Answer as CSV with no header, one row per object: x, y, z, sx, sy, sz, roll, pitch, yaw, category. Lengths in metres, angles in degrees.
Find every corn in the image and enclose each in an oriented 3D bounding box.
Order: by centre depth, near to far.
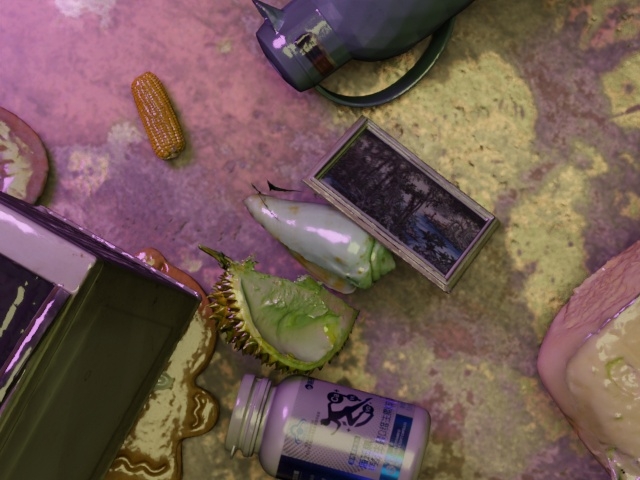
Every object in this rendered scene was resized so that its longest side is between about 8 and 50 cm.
-0.166,-0.127,1.981,0.037,0.037,0.092,-23,83,-1,corn

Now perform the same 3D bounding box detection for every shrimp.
-0.386,-0.092,1.975,0.219,0.046,0.152,39,84,0,shrimp

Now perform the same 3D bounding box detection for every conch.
0.000,0.000,1.949,0.170,0.106,0.079,26,55,17,conch

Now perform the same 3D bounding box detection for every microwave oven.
-0.347,0.150,1.800,0.247,0.333,0.394,29,90,17,microwave oven

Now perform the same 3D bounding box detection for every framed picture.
0.085,-0.040,1.936,0.183,0.142,0.011,38,132,3,framed picture

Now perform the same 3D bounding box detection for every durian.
-0.051,0.072,1.908,0.215,0.086,0.100,23,88,-41,durian

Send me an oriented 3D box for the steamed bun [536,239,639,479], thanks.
0.353,0.115,1.899,0.273,0.166,0.232,-43,99,3,steamed bun

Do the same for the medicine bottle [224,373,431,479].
0.007,0.195,1.921,0.191,0.107,0.107,15,86,1,medicine bottle

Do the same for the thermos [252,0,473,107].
0.074,-0.251,1.943,0.286,0.145,0.182,-39,120,0,thermos

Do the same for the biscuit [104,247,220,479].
-0.185,0.132,1.964,0.184,0.035,0.249,15,86,1,biscuit
